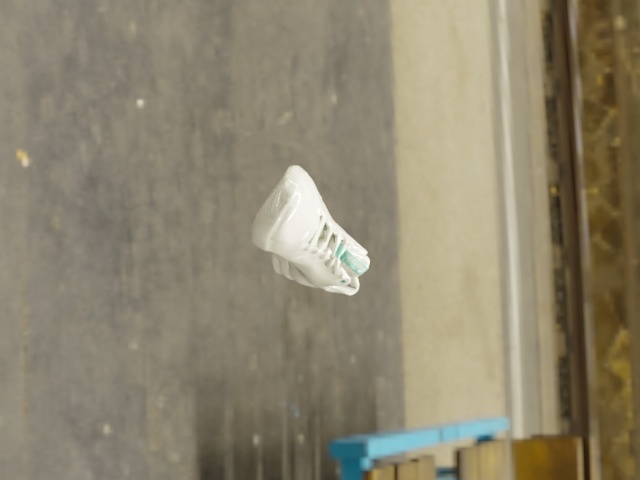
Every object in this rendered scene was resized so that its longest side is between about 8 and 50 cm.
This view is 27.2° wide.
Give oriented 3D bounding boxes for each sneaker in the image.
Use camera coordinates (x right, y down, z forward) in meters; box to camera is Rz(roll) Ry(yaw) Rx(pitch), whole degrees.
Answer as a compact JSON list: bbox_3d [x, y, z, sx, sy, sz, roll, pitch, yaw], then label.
[{"bbox_3d":[0.000,0.000,1.183,0.080,0.094,0.212,-57,166,-8],"label":"sneaker"}]
